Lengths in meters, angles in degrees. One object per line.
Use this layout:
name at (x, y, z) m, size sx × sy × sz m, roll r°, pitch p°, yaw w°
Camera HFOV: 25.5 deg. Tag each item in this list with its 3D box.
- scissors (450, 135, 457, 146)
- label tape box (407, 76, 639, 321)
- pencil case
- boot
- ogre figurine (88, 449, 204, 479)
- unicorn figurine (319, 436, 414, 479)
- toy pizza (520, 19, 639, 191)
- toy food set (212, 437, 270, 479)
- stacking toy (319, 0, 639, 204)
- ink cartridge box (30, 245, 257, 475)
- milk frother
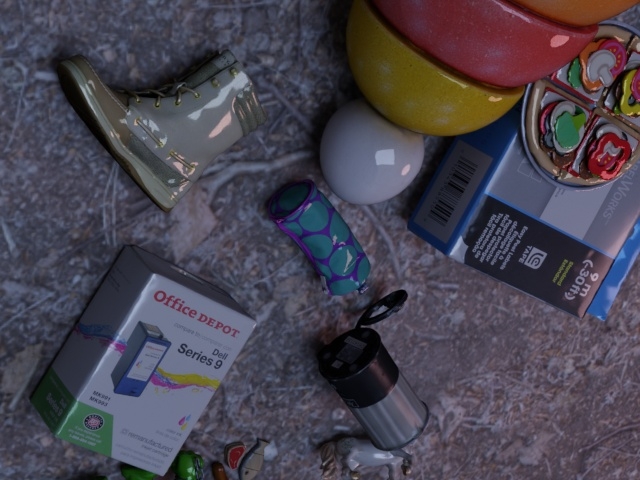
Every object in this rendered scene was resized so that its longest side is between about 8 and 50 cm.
scissors at (0.183, -0.147, 1.707) m, size 0.109 × 0.021 × 0.297 m, roll -6°, pitch 113°, yaw -26°
label tape box at (0.312, -0.046, 1.733) m, size 0.348 × 0.115 × 0.249 m, roll 24°, pitch 97°, yaw -30°
pencil case at (0.000, 0.000, 1.637) m, size 0.070 × 0.064 × 0.151 m, roll -51°, pitch 128°, yaw -21°
boot at (-0.160, -0.150, 1.469) m, size 0.165 × 0.077 × 0.213 m, roll -41°, pitch 131°, yaw -7°
ogre figurine at (-0.223, 0.325, 1.647) m, size 0.197 × 0.097 × 0.118 m, roll -22°, pitch 104°, yaw -37°
unicorn figurine at (0.074, 0.277, 1.797) m, size 0.162 × 0.111 × 0.060 m, roll 17°, pitch 113°, yaw -20°
toy pizza at (0.317, -0.151, 1.613) m, size 0.201 × 0.032 × 0.201 m, roll -10°, pitch 112°, yaw -25°
toy food set at (-0.111, 0.299, 1.739) m, size 0.078 × 0.019 × 0.122 m, roll 12°, pitch 106°, yaw -34°
stacking toy at (0.137, -0.232, 1.507) m, size 0.350 × 0.350 × 0.480 m, roll 17°, pitch 119°, yaw -35°
ink cartridge box at (-0.195, 0.134, 1.570) m, size 0.154 × 0.093 × 0.212 m, roll 29°, pitch 94°, yaw -36°
milk frother at (0.081, 0.152, 1.716) m, size 0.143 × 0.129 × 0.135 m, roll -36°, pitch 122°, yaw -3°
